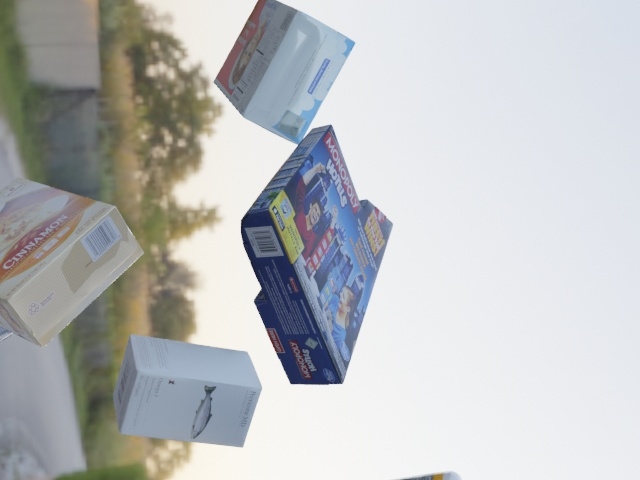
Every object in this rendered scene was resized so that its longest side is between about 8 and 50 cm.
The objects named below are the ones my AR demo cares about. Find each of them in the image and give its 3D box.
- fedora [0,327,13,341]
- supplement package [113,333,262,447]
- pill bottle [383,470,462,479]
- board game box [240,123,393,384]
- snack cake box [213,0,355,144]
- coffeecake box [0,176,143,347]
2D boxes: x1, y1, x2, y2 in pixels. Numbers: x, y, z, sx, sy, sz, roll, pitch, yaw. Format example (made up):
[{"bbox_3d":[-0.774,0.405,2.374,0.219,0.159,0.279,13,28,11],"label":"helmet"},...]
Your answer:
[{"bbox_3d":[-0.457,0.080,1.331,0.244,0.275,0.124,-16,-83,42],"label":"fedora"},{"bbox_3d":[-0.187,0.211,1.453,0.105,0.179,0.105,-124,-132,-62],"label":"supplement package"},{"bbox_3d":[0.077,0.429,1.494,0.162,0.278,0.162,-12,90,-79],"label":"pill bottle"},{"bbox_3d":[0.000,0.000,0.979,0.194,0.060,0.194,-58,135,-48],"label":"board game box"},{"bbox_3d":[-0.057,-0.238,1.406,0.152,0.089,0.264,-61,-159,10],"label":"snack cake box"},{"bbox_3d":[-0.297,0.016,1.060,0.185,0.142,0.068,15,-38,42],"label":"coffeecake box"}]
